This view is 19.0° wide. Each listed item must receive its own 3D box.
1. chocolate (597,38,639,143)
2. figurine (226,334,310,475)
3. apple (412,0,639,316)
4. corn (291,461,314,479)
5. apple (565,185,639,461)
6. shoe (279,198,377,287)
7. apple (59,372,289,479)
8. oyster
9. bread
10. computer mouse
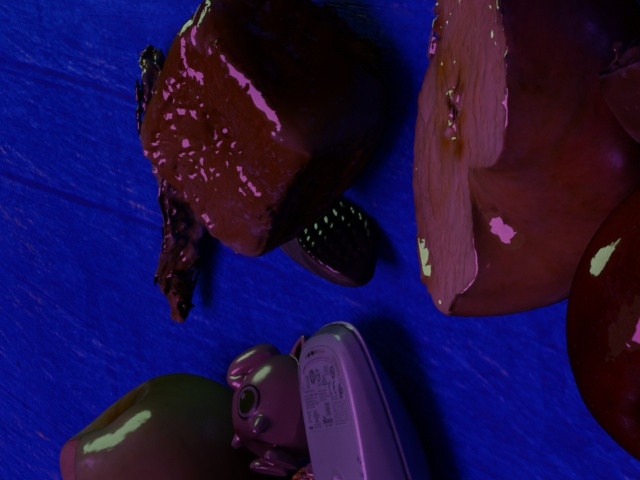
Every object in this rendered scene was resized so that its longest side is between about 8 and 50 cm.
[{"bbox_3d":[0.284,-0.135,1.205,0.093,0.148,0.214,47,156,-11],"label":"chocolate"},{"bbox_3d":[-0.041,0.175,2.010,0.125,0.125,0.138,157,122,-63],"label":"figurine"},{"bbox_3d":[0.172,-0.088,1.411,0.251,0.163,0.293,-97,15,-49],"label":"apple"},{"bbox_3d":[0.014,0.330,2.028,0.080,0.080,0.238,34,144,50],"label":"corn"},{"bbox_3d":[0.273,0.052,1.255,0.218,0.201,0.218,29,143,25],"label":"apple"},{"bbox_3d":[0.001,0.001,1.896,0.194,0.074,0.077,44,153,46],"label":"shoe"},{"bbox_3d":[-0.149,0.284,2.145,0.257,0.233,0.295,52,173,-4],"label":"apple"},{"bbox_3d":[-0.167,-0.058,2.168,0.128,0.079,0.345,-116,18,-63],"label":"oyster"},{"bbox_3d":[-0.047,-0.119,1.790,0.195,0.176,0.246,50,144,14],"label":"bread"},{"bbox_3d":[0.057,0.220,1.888,0.159,0.097,0.288,153,108,-69],"label":"computer mouse"}]
